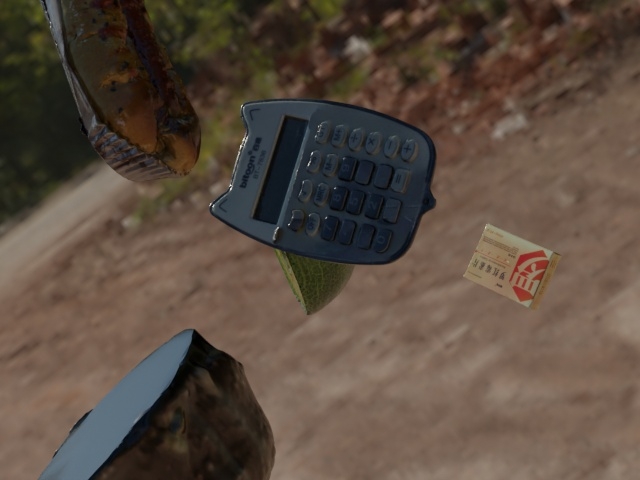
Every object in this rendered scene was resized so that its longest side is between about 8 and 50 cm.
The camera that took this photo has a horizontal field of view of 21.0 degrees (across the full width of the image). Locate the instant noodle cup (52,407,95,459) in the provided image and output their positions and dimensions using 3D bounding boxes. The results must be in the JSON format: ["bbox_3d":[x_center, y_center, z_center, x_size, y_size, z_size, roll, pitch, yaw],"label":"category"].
[{"bbox_3d":[-0.243,0.318,2.288,0.216,0.172,0.216,-38,-28,-25],"label":"instant noodle cup"}]

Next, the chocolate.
[{"bbox_3d":[-0.175,0.282,1.980,0.225,0.210,0.340,-34,15,43],"label":"chocolate"}]

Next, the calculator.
[{"bbox_3d":[0.010,-0.065,1.896,0.268,0.040,0.177,15,84,32],"label":"calculator"}]

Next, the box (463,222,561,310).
[{"bbox_3d":[0.182,0.025,1.639,0.093,0.015,0.058,27,93,47],"label":"box"}]

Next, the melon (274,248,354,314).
[{"bbox_3d":[0.000,0.000,2.366,0.129,0.169,0.265,-21,16,-5],"label":"melon"}]

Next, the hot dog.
[{"bbox_3d":[-0.171,-0.164,1.415,0.069,0.253,0.131,-27,-15,22],"label":"hot dog"}]
